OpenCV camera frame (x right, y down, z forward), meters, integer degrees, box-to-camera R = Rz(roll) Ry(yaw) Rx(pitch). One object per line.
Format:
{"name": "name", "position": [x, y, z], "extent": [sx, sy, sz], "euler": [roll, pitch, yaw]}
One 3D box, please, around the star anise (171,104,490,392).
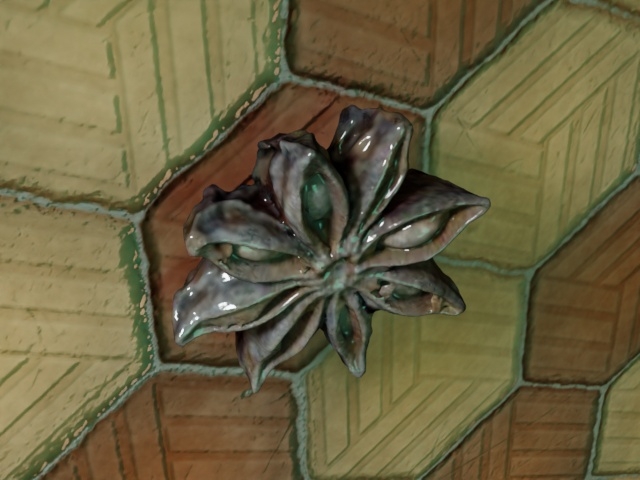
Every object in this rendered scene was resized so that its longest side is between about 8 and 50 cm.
{"name": "star anise", "position": [0.001, -0.001, 0.891], "extent": [0.236, 0.109, 0.223], "euler": [-36, 131, 14]}
